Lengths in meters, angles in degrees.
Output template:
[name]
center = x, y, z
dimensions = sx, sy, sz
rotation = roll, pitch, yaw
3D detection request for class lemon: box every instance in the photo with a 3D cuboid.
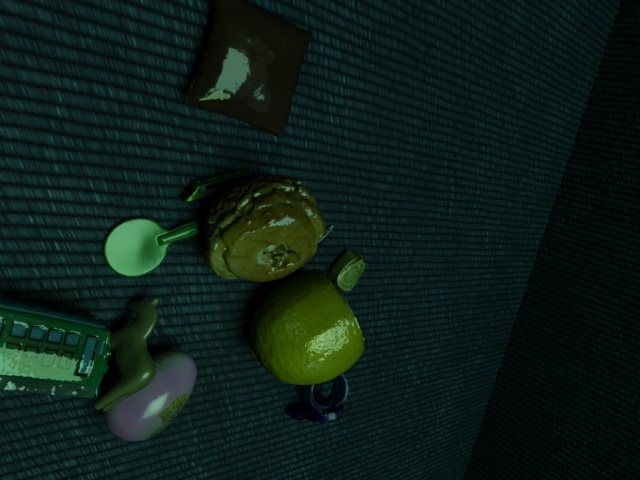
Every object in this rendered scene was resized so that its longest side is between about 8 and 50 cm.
[lemon]
center = -0.058, 0.291, 1.667
dimensions = 0.364, 0.364, 0.364
rotation = -19, 120, -36

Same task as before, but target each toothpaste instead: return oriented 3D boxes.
[toothpaste]
center = 0.000, 0.000, 1.799
dimensions = 0.140, 0.021, 0.037
rotation = -50, 134, -12

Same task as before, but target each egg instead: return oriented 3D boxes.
[egg]
center = -0.460, 0.413, 1.440
dimensions = 0.271, 0.196, 0.196
rotation = -54, 134, -14

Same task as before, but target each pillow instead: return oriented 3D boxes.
[pillow]
center = -0.177, -0.456, 1.378
dimensions = 0.305, 0.108, 0.308
rotation = 13, 97, -40

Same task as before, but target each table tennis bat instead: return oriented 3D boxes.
[table tennis bat]
center = -0.439, 0.003, 1.392
dimensions = 0.257, 0.039, 0.161
rotation = -21, 121, -29

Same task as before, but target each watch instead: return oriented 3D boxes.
[watch]
center = -0.003, 0.561, 1.960
dimensions = 0.196, 0.171, 0.200
rotation = -4, 96, -40

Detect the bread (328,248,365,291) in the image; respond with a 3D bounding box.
[bread]
center = 0.096, 0.109, 1.904
dimensions = 0.156, 0.064, 0.117
rotation = -52, 138, -14

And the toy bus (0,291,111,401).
[toy bus]
center = -0.651, 0.237, 1.199
dimensions = 0.343, 0.183, 0.200
rotation = 27, 77, -46

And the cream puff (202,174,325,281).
[cream puff]
center = -0.163, -0.041, 1.475
dimensions = 0.342, 0.231, 0.327
rotation = -28, 146, 13

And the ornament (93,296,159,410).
[ornament]
center = -0.494, 0.276, 1.365
dimensions = 0.244, 0.230, 0.061
rotation = -33, 152, -1

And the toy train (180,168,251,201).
[toy train]
center = -0.287, -0.156, 1.450
dimensions = 0.209, 0.044, 0.042
rotation = -21, 122, -35
